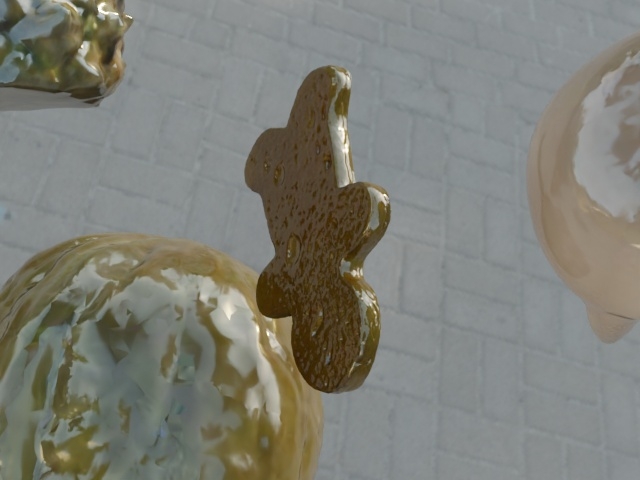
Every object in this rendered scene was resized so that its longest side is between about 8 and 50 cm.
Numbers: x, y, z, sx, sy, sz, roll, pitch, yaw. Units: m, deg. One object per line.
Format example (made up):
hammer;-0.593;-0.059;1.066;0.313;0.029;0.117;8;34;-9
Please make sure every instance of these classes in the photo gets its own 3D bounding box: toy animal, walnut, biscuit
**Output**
toy animal;0.224;-0.052;0.473;0.250;0.154;0.166;-23;58;-1
walnut;-0.150;0.155;0.735;0.332;0.333;0.333;11;54;-15
biscuit;0.000;0.000;0.592;0.031;0.138;0.205;11;52;-32

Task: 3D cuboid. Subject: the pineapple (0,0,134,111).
pineapple;-0.190;-0.235;0.485;0.169;0.169;0.341;-5;88;-25
